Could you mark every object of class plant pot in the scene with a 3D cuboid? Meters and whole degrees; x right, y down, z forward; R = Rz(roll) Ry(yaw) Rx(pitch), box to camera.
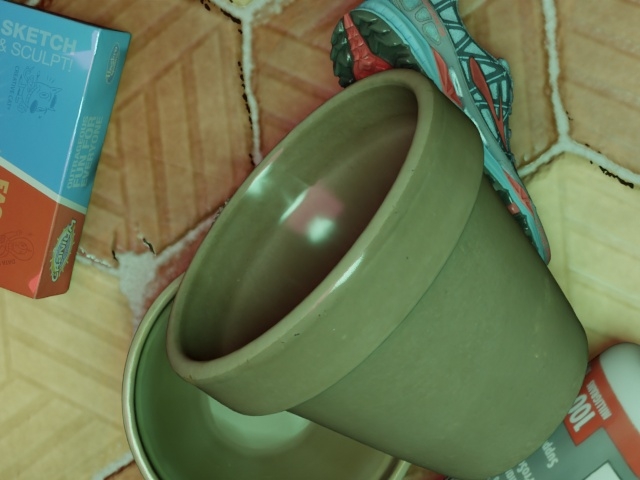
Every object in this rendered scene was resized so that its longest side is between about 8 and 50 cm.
[{"bbox_3d":[0.057,0.049,0.937,0.229,0.263,0.263,40,106,-22],"label":"plant pot"},{"bbox_3d":[-0.040,0.123,1.072,0.237,0.110,0.237,1,83,-8],"label":"plant pot"}]

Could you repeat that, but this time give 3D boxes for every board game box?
[{"bbox_3d":[-0.346,-0.111,1.183,0.316,0.064,0.242,17,99,14],"label":"board game box"}]

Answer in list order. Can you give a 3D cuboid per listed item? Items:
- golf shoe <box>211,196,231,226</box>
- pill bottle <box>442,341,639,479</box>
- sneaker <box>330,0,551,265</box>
[{"bbox_3d":[0.000,0.000,1.105,0.176,0.069,0.086,-5,113,19],"label":"golf shoe"},{"bbox_3d":[0.155,0.262,0.995,0.363,0.210,0.210,-42,83,15],"label":"pill bottle"},{"bbox_3d":[0.122,-0.087,1.029,0.104,0.125,0.262,-5,121,51],"label":"sneaker"}]
